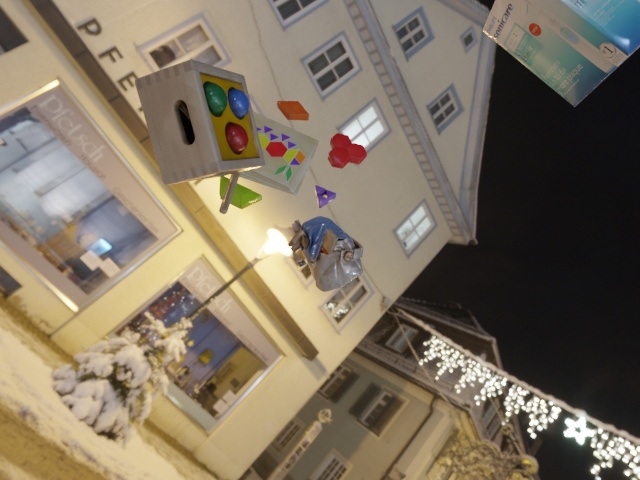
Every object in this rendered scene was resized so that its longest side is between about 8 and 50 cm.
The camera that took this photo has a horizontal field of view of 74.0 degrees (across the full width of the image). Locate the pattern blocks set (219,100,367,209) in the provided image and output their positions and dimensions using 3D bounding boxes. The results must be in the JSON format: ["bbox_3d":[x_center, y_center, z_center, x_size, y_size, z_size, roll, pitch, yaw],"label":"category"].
[{"bbox_3d":[-0.102,-0.175,0.839,0.325,0.285,0.026,33,-28,9],"label":"pattern blocks set"}]

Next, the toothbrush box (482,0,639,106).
[{"bbox_3d":[0.527,-0.470,0.916,0.295,0.126,0.216,47,-2,10],"label":"toothbrush box"}]

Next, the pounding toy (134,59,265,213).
[{"bbox_3d":[-0.124,-0.130,0.586,0.094,0.206,0.180,-10,-81,20],"label":"pounding toy"}]

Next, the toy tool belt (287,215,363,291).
[{"bbox_3d":[0.000,0.000,0.344,0.083,0.052,0.051,42,-24,56],"label":"toy tool belt"}]
